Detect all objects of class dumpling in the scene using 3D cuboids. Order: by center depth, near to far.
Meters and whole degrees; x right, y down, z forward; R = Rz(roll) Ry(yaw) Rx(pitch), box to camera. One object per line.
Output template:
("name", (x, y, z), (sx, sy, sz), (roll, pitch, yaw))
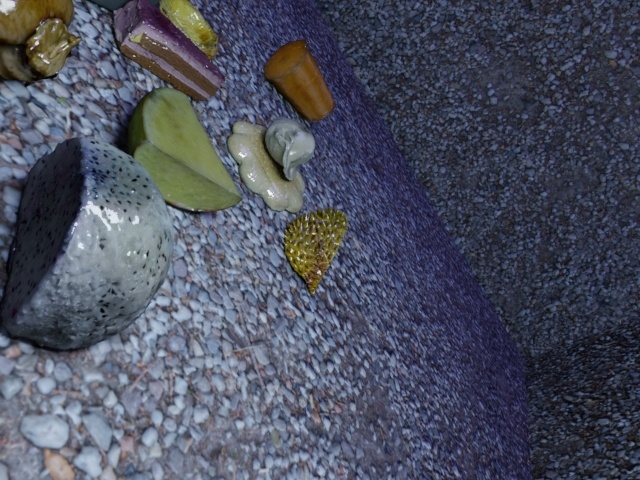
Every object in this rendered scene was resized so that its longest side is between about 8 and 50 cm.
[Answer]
("dumpling", (-0.085, -0.262, 1.483), (0.247, 0.142, 0.172), (-87, 175, -60))

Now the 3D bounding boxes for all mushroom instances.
("mushroom", (-0.515, -0.385, 0.802), (0.283, 0.195, 0.263), (46, 22, -28))

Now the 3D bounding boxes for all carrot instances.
("carrot", (-0.065, -0.591, 1.932), (0.254, 0.196, 0.196), (46, 27, -43))

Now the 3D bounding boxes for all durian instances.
("durian", (-0.001, -0.013, 1.441), (0.154, 0.186, 0.260), (53, 11, -30))

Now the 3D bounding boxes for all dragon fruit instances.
("dragon fruit", (-0.308, -0.003, 0.752), (0.204, 0.221, 0.283), (24, 39, -44))

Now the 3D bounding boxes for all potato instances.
("potato", (-0.310, -0.205, 1.105), (0.269, 0.112, 0.255), (35, 30, -49))

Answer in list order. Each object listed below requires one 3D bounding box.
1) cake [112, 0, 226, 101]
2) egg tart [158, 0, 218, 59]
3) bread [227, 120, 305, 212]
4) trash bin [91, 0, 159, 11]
("cake", (-0.368, -0.448, 1.257), (0.295, 0.116, 0.113), (36, 37, -38))
("egg tart", (-0.374, -0.581, 1.419), (0.212, 0.090, 0.212), (45, 26, -29))
("bread", (-0.148, -0.219, 1.500), (0.316, 0.054, 0.316), (42, 32, -34))
("trash bin", (-0.469, -0.615, 1.171), (0.101, 0.176, 0.236), (64, 21, 11))
